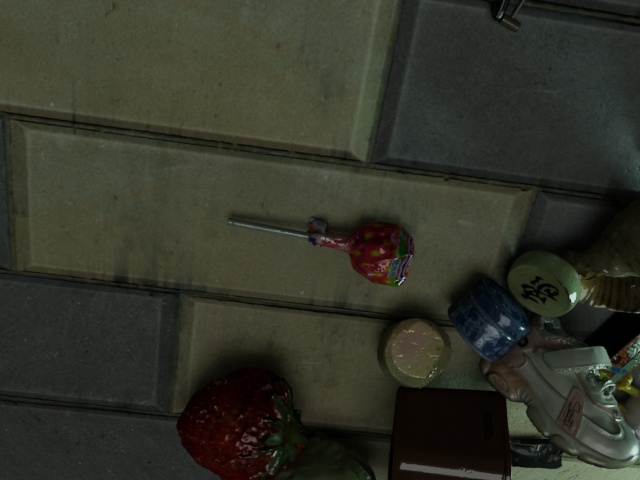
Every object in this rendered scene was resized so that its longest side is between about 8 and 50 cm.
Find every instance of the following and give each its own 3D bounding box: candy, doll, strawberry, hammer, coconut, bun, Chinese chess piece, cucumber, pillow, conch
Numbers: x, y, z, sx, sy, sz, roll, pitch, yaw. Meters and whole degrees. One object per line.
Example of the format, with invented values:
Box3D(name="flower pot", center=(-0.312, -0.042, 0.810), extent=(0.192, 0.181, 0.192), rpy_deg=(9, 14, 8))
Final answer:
Box3D(name="candy", center=(0.000, 0.000, 1.373), extent=(0.366, 0.124, 0.124), rpy_deg=(10, 117, 1))
Box3D(name="doll", center=(0.815, 0.421, 1.618), extent=(0.365, 0.094, 0.160), rpy_deg=(23, 112, -13))
Box3D(name="strawberry", center=(-0.182, 0.394, 1.502), extent=(0.289, 0.239, 0.250), rpy_deg=(0, 103, 30))
Box3D(name="hammer", center=(0.348, -0.412, 1.210), extent=(0.036, 0.019, 0.110), rpy_deg=(26, 109, -14))
Box3D(name="coconut", center=(0.191, 0.233, 1.476), extent=(0.147, 0.152, 0.147), rpy_deg=(1, 77, -3))
Box3D(name="bun", center=(-0.017, 0.541, 1.604), extent=(0.283, 0.179, 0.283), rpy_deg=(-17, 158, -7))
Box3D(name="Chinese chess piece", center=(0.442, 0.086, 1.409), extent=(0.144, 0.058, 0.144), rpy_deg=(30, 146, 23))
Box3D(name="cucumber", center=(0.315, -0.457, 1.175), extent=(0.036, 0.033, 0.184), rpy_deg=(22, 118, 15))
Box3D(name="pillow", center=(0.504, 0.501, 1.677), extent=(0.150, 0.048, 0.090), rpy_deg=(0, 110, 3))
Box3D(name="conch", center=(0.625, 0.039, 1.366), extent=(0.186, 0.324, 0.263), rpy_deg=(-43, 113, -30))

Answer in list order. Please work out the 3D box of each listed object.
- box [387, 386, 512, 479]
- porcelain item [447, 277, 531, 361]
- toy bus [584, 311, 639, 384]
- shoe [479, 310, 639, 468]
Box3D(name="box", center=(0.264, 0.495, 1.533), extent=(0.230, 0.239, 0.339), rpy_deg=(5, 128, 6))
Box3D(name="porcelain item", center=(0.344, 0.157, 1.435), extent=(0.147, 0.147, 0.114), rpy_deg=(38, 108, -19))
Box3D(name="toy bus", center=(0.624, 0.233, 1.515), extent=(0.092, 0.093, 0.408), rpy_deg=(29, 115, -24))
Box3D(name="shoe", center=(0.498, 0.288, 1.423), extent=(0.172, 0.351, 0.198), rpy_deg=(7, 117, -55))
